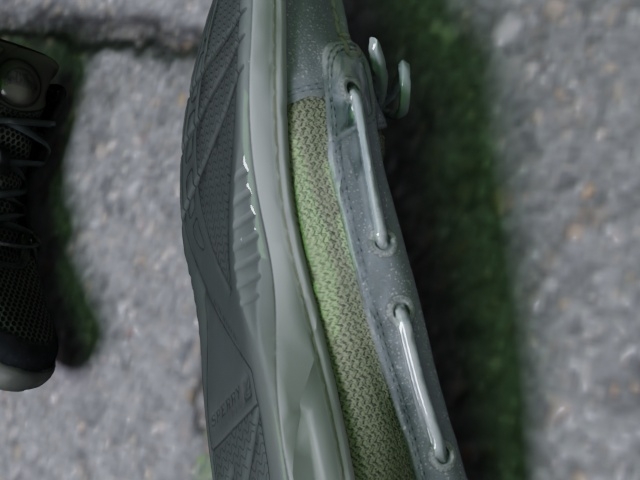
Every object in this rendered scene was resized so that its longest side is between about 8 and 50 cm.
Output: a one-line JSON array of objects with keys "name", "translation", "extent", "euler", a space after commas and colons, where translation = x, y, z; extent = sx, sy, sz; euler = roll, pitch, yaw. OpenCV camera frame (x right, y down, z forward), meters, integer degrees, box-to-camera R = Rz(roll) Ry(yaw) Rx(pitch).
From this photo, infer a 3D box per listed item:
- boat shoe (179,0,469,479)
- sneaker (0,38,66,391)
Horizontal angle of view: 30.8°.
[{"name": "boat shoe", "translation": [0.001, 0.000, 0.527], "extent": [0.118, 0.103, 0.320], "euler": [131, 136, -58]}, {"name": "sneaker", "translation": [-0.189, -0.030, 0.646], "extent": [0.130, 0.087, 0.227], "euler": [-46, 54, 20]}]
